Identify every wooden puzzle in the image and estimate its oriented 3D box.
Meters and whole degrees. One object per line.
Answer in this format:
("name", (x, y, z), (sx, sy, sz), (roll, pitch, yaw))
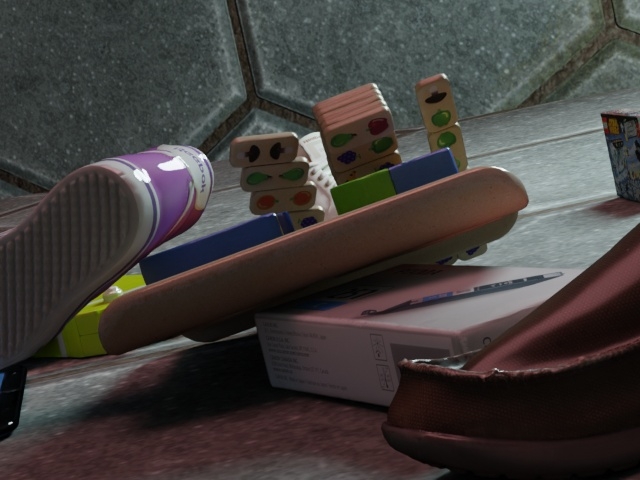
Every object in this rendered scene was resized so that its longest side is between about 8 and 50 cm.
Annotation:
("wooden puzzle", (0.000, 0.000, 1.460), (0.322, 0.080, 0.348), (-20, -5, 5))

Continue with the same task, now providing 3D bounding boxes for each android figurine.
("android figurine", (-0.208, 0.067, 1.801), (0.248, 0.056, 0.273), (-18, 7, -38))

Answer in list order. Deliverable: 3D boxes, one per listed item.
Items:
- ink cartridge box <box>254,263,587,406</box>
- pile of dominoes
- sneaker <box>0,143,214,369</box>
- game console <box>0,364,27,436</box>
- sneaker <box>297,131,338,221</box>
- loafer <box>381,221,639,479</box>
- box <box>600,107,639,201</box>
("ink cartridge box", (0.132, 0.050, 1.292), (0.261, 0.066, 0.296), (-16, 8, -26))
("pile of dominoes", (0.042, -0.026, 1.606), (0.196, 0.251, 0.040), (-21, 48, -2))
("sneaker", (-0.196, 0.014, 1.463), (0.282, 0.102, 0.161), (-29, 2, 31))
("game console", (-0.388, 0.088, 1.519), (0.173, 0.250, 0.293), (-40, 9, -3))
("sneaker", (0.008, -0.066, 2.210), (0.106, 0.123, 0.290), (-14, 8, -25))
("loafer", (0.193, 0.035, 1.031), (0.366, 0.130, 0.134), (-15, 8, -23))
("box", (0.330, -0.088, 1.927), (0.027, 0.094, 0.137), (-14, 8, -6))
